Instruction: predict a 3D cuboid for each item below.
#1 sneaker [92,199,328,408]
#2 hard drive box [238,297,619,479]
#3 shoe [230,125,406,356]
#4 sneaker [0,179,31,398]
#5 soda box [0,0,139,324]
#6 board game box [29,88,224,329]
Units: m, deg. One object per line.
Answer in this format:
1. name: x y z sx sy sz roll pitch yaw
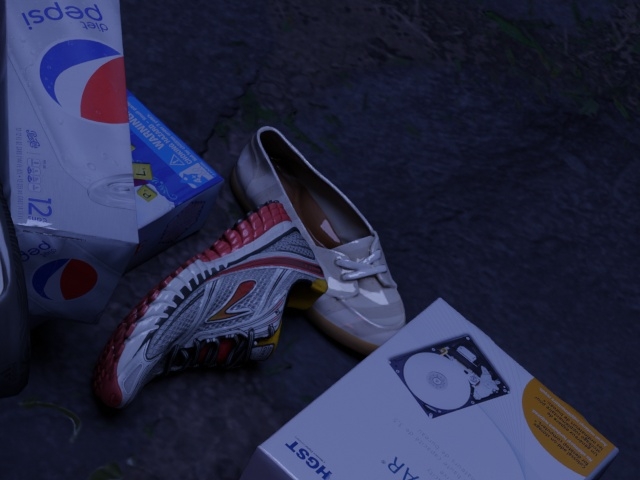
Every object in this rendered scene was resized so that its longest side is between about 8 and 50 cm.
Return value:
1. sneaker: -0.075 0.057 1.416 0.092 0.088 0.225 49 52 3
2. hard drive box: 0.074 0.173 1.381 0.181 0.089 0.232 40 44 13
3. shoe: 0.000 0.000 1.527 0.076 0.058 0.219 -17 59 -38
4. sneaker: -0.374 -0.035 1.234 0.257 0.169 0.447 -21 54 -26
5. soda box: -0.193 -0.083 1.380 0.091 0.098 0.286 10 47 -21
6. board game box: -0.290 -0.069 1.437 0.319 0.066 0.318 42 45 14
